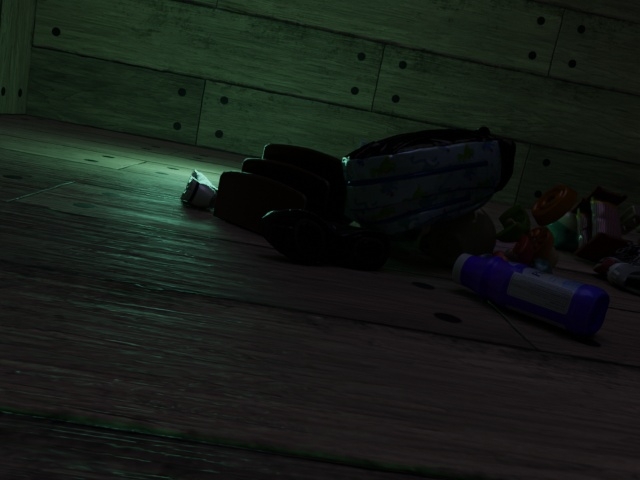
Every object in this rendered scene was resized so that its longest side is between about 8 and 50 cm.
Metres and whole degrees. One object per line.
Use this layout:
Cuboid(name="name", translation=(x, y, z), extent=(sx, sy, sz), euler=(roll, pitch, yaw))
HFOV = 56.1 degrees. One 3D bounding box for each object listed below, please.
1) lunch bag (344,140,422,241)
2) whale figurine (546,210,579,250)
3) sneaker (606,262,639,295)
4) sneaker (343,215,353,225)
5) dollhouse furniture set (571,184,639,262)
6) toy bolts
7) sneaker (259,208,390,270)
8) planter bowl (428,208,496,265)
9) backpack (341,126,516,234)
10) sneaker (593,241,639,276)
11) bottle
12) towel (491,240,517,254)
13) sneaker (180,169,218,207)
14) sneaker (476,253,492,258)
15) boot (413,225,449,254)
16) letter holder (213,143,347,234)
Cuboid(name="lunch bag", translation=(0.166, -0.119, 1.623), extent=(0.262, 0.160, 0.223), euler=(35, 30, -6))
Cuboid(name="whale figurine", translation=(0.916, -0.010, 2.173), extent=(0.272, 0.141, 0.216), euler=(34, 16, -6))
Cuboid(name="sneaker", translation=(0.894, 0.117, 1.588), extent=(0.229, 0.086, 0.132), euler=(1, 15, 4))
Cuboid(name="sneaker", translation=(0.026, -0.099, 1.735), extent=(0.130, 0.147, 0.330), euler=(38, 24, -12))
Cuboid(name="dollhouse furniture set", translation=(1.043, -0.020, 2.006), extent=(0.374, 0.201, 0.152), euler=(15, -32, -9))
Cuboid(name="toy bolts", translation=(0.483, 0.021, 1.280), extent=(0.158, 0.218, 0.228), euler=(42, 47, -10))
Cuboid(name="sneaker", translation=(0.000, 0.000, 1.268), extent=(0.286, 0.109, 0.130), euler=(16, 2, -24))
Cuboid(name="planter bowl", translation=(0.329, -0.002, 1.460), extent=(0.162, 0.162, 0.109), euler=(19, 35, 36))
Cuboid(name="backpack", translation=(0.218, -0.142, 1.367), extent=(0.356, 0.273, 0.290), euler=(2, 5, -40))
Cuboid(name="sneaker", translation=(0.908, 0.061, 1.772), extent=(0.299, 0.111, 0.121), euler=(0, 16, -43))
Cuboid(name="bottle", translation=(0.390, 0.093, 1.145), extent=(0.283, 0.092, 0.118), euler=(20, 10, 41))
Cuboid(name="towel", translation=(0.500, 0.021, 1.557), extent=(0.144, 0.029, 0.197), euler=(7, 15, 6))
Cuboid(name="sneaker", translation=(-0.330, -0.135, 1.671), extent=(0.095, 0.090, 0.235), euler=(21, 12, -17))
Cuboid(name="sneaker", translation=(0.434, 0.068, 1.408), extent=(0.152, 0.058, 0.085), euler=(13, 1, -24))
Cuboid(name="boot", translation=(0.350, -0.054, 1.689), extent=(0.236, 0.089, 0.269), euler=(-33, 12, 1))
Cuboid(name="letter holder", translation=(-0.094, -0.124, 1.458), extent=(0.302, 0.214, 0.152), euler=(20, 14, 39))
